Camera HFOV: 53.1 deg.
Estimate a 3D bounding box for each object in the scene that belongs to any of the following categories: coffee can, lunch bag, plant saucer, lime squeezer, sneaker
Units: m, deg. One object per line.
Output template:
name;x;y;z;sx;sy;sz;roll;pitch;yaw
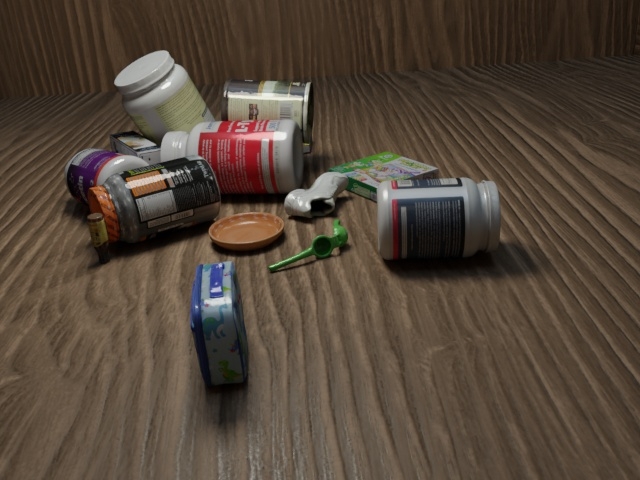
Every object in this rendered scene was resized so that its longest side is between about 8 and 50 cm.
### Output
coffee can;-0.168;-0.423;2.101;0.275;0.201;0.201;4;26;4
lunch bag;-0.186;0.145;1.180;0.090;0.176;0.219;-6;26;-6
plant saucer;-0.194;-0.021;1.697;0.200;0.037;0.200;-3;26;2
lime squeezer;0.000;0.000;1.603;0.110;0.059;0.310;12;30;30
sneaker;0.013;-0.119;1.837;0.115;0.090;0.232;27;47;37

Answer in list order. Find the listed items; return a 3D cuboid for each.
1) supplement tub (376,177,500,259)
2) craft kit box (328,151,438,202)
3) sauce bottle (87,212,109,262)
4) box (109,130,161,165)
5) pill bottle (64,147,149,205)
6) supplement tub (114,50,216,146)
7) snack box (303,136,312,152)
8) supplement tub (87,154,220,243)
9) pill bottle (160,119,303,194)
supplement tub;0.271;-0.052;1.513;0.272;0.191;0.191;-2;25;5
craft kit box;0.196;-0.203;2.011;0.246;0.061;0.250;-17;28;-32
sauce bottle;-0.553;-0.004;1.605;0.042;0.128;0.042;-4;24;2
box;-0.590;-0.244;2.080;0.087;0.169;0.290;-16;26;-29
pill bottle;-0.639;-0.178;1.913;0.181;0.181;0.323;-25;27;-38
supplement tub;-0.504;-0.433;2.121;0.235;0.325;0.235;-18;38;15
snack box;-0.084;-0.364;2.409;0.100;0.037;0.141;-1;25;4
supplement tub;-0.449;-0.108;1.736;0.316;0.193;0.193;-19;29;-29
pill bottle;-0.268;-0.255;1.980;0.407;0.229;0.229;0;25;8
